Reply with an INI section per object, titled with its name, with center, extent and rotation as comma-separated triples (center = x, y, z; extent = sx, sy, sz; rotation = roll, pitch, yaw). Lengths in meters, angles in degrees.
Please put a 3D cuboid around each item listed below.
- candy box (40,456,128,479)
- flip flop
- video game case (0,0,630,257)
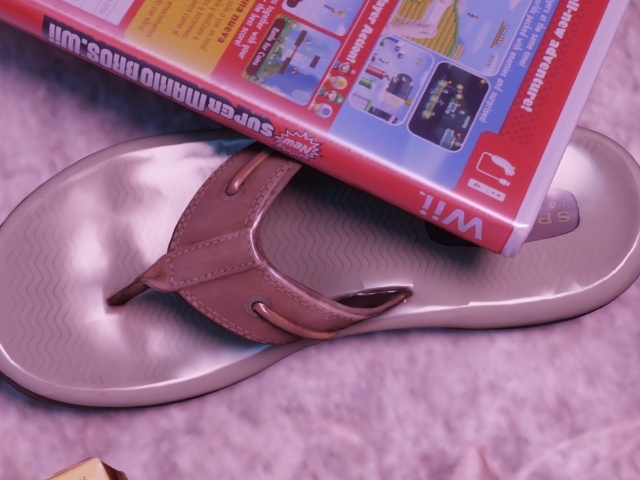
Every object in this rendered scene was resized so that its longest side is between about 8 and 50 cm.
[candy box]
center = -0.059, 0.175, 0.600
extent = 0.053, 0.109, 0.187
rotation = -24, 81, -6
[flip flop]
center = 0.000, 0.000, 0.650
extent = 0.277, 0.080, 0.112
rotation = -6, 79, -3
[video game case]
center = -0.015, -0.132, 0.668
extent = 0.285, 0.025, 0.204
rotation = 25, 57, 4
